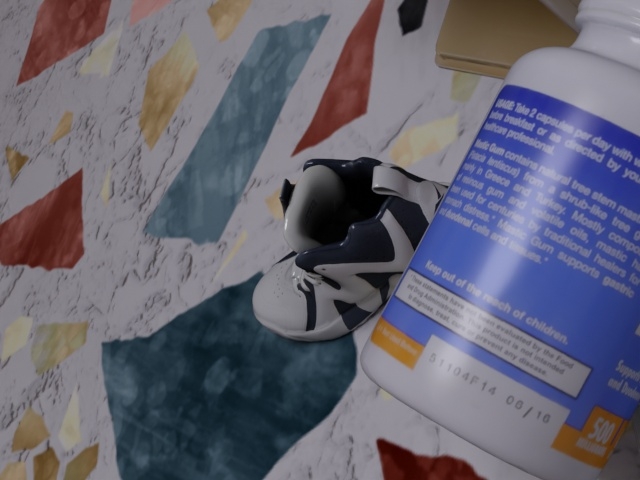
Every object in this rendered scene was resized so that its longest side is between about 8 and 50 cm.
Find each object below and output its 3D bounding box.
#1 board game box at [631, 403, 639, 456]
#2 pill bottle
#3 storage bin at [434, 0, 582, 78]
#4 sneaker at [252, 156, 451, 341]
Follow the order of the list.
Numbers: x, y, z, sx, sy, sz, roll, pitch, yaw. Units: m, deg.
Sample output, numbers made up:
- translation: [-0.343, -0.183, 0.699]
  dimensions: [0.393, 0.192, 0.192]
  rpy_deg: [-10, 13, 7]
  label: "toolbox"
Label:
- translation: [0.264, 0.078, 0.697]
  dimensions: [0.193, 0.053, 0.305]
  rpy_deg: [-31, 48, 34]
  label: "board game box"
- translation: [0.147, -0.013, 0.716]
  dimensions: [0.152, 0.152, 0.272]
  rpy_deg: [31, 93, 51]
  label: "pill bottle"
- translation: [0.097, -0.222, 0.890]
  dimensions: [0.260, 0.262, 0.123]
  rpy_deg: [20, 83, 51]
  label: "storage bin"
- translation: [0.000, 0.000, 0.951]
  dimensions: [0.235, 0.153, 0.094]
  rpy_deg: [-15, 57, 42]
  label: "sneaker"
